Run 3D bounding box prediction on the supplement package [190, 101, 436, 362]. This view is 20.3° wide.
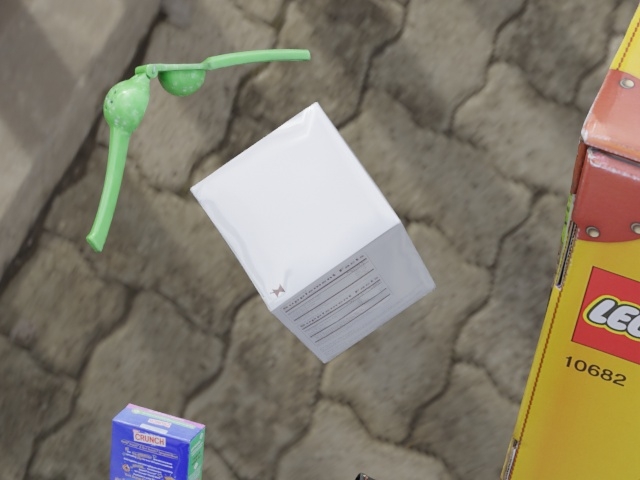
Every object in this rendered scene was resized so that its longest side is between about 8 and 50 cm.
[{"bbox_3d":[0.000,0.000,1.594,0.134,0.244,0.139,-35,73,1],"label":"supplement package"}]

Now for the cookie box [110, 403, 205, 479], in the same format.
[{"bbox_3d":[-0.173,0.236,1.888,0.092,0.107,0.040,15,28,16],"label":"cookie box"}]

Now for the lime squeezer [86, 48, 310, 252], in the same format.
[{"bbox_3d":[-0.140,-0.132,1.753,0.110,0.059,0.310,47,66,-2],"label":"lime squeezer"}]

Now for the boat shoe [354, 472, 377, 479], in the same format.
[{"bbox_3d":[0.025,0.266,1.620,0.042,0.049,0.133,31,46,1],"label":"boat shoe"}]

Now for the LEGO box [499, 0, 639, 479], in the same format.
[{"bbox_3d":[0.381,0.090,1.066,0.500,0.372,0.193,20,49,12],"label":"LEGO box"}]
